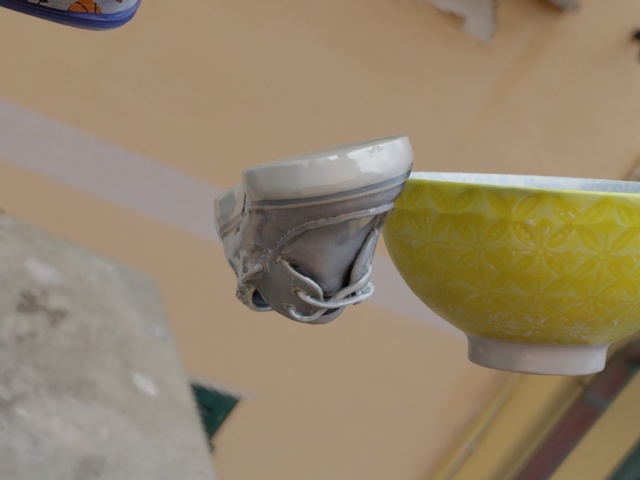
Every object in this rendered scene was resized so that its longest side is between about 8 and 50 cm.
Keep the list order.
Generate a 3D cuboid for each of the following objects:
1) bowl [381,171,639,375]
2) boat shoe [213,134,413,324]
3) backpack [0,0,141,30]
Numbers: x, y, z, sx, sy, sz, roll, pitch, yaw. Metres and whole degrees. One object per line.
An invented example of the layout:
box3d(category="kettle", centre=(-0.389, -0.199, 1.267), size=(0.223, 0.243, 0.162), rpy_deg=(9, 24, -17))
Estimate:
box3d(category="bowl", centre=(0.185, 0.027, 1.235), size=(0.289, 0.156, 0.289), rpy_deg=(3, 4, 0))
box3d(category="boat shoe", centre=(-0.001, 0.000, 0.734), size=(0.227, 0.079, 0.081), rpy_deg=(155, -79, -75))
box3d(category="backpack", centre=(-0.203, -0.285, 1.128), size=(0.276, 0.213, 0.263), rpy_deg=(10, 24, -12))
